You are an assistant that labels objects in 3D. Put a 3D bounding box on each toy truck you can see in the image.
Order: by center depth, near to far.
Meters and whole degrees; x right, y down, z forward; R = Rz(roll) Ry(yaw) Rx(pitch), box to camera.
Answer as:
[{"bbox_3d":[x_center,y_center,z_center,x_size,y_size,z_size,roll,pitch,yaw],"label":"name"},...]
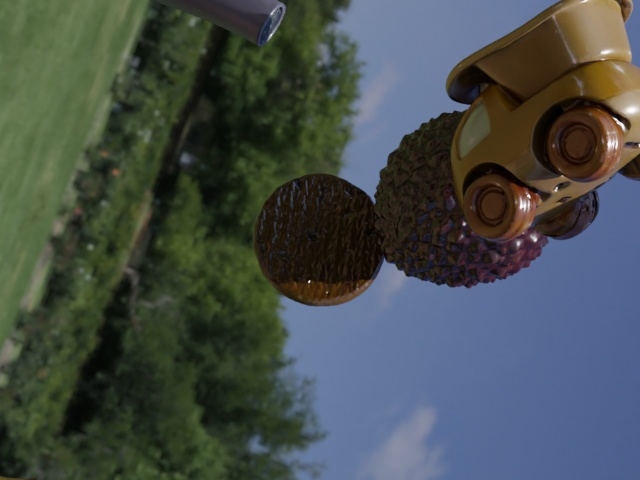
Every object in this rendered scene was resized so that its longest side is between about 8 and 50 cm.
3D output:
[{"bbox_3d":[0.274,-0.132,1.547,0.288,0.204,0.212,-38,-111,35],"label":"toy truck"}]

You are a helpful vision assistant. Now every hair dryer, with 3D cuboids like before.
[{"bbox_3d":[-0.173,-0.402,1.594,0.121,0.301,0.361,-54,170,-25],"label":"hair dryer"}]

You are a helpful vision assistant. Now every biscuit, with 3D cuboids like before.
[{"bbox_3d":[0.000,0.000,2.015,0.036,0.212,0.212,111,-3,-71],"label":"biscuit"}]

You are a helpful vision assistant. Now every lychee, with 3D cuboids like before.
[{"bbox_3d":[0.215,-0.060,1.911,0.300,0.264,0.264,-33,-175,-7],"label":"lychee"}]

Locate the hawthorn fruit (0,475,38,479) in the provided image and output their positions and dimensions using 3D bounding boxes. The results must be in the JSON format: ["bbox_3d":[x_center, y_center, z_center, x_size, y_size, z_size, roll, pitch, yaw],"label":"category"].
[{"bbox_3d":[-0.365,0.214,1.100,0.210,0.266,0.230,-40,-118,42],"label":"hawthorn fruit"}]
